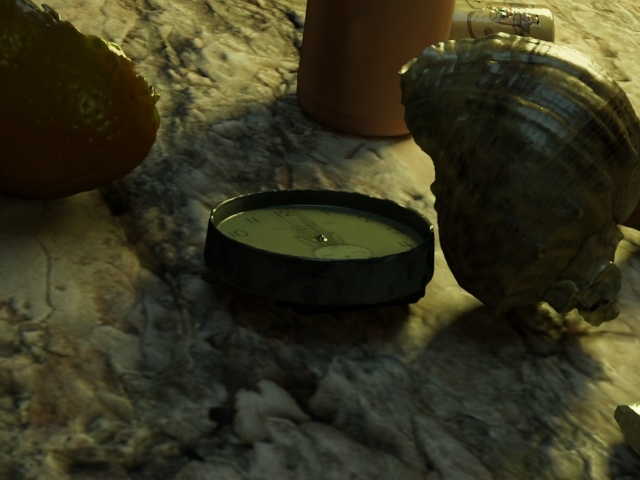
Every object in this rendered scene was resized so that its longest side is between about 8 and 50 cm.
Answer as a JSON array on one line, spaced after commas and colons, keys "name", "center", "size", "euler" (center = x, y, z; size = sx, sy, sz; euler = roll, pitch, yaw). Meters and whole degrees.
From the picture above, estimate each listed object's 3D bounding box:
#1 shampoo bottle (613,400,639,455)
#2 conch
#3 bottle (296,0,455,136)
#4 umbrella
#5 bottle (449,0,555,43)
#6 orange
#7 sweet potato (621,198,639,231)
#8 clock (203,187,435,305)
[{"name": "shampoo bottle", "center": [0.312, 0.146, 1.017], "size": [0.141, 0.034, 0.049], "euler": [-6, 27, -22]}, {"name": "conch", "center": [0.182, -0.049, 1.089], "size": [0.291, 0.210, 0.159], "euler": [49, 25, -10]}, {"name": "bottle", "center": [0.086, -0.283, 1.416], "size": [0.206, 0.297, 0.173], "euler": [2, 30, -9]}, {"name": "umbrella", "center": [0.032, 0.047, 1.120], "size": [0.133, 0.031, 0.036], "euler": [-3, 35, -19]}, {"name": "bottle", "center": [0.188, -0.262, 1.600], "size": [0.209, 0.097, 0.110], "euler": [3, -1, -8]}, {"name": "orange", "center": [-0.316, -0.164, 1.178], "size": [0.196, 0.263, 0.334], "euler": [-40, 62, -19]}, {"name": "sweet potato", "center": [0.428, -0.050, 1.280], "size": [0.336, 0.131, 0.131], "euler": [-10, 36, -26]}, {"name": "clock", "center": [0.000, 0.000, 1.136], "size": [0.214, 0.042, 0.215], "euler": [3, 19, -1]}]
